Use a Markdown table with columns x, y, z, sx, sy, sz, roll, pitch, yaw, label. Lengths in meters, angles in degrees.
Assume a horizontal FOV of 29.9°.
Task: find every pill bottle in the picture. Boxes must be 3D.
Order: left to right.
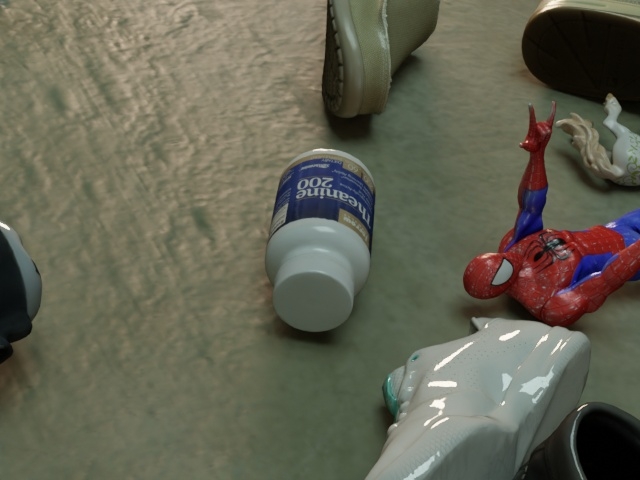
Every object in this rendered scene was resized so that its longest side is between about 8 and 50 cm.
| x | y | z | sx | sy | sz | roll | pitch | yaw | label |
| --- | --- | --- | --- | --- | --- | --- | --- | --- | --- |
| 0.000 | 0.000 | 0.764 | 0.067 | 0.067 | 0.120 | 10 | 39 | -2 | pill bottle |

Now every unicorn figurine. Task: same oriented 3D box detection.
| x | y | z | sx | sy | sz | roll | pitch | yaw | label |
| --- | --- | --- | --- | --- | --- | --- | --- | --- | --- |
| 0.274 | -0.072 | 0.937 | 0.161 | 0.060 | 0.111 | -16 | 44 | -7 | unicorn figurine |

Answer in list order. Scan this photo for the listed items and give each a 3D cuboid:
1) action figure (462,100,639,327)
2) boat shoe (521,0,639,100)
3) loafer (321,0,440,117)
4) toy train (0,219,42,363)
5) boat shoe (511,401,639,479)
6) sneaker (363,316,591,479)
| x | y | z | sx | sy | sz | roll | pitch | yaw | label |
| --- | --- | --- | --- | --- | --- | --- | --- | --- | --- |
| 0.221 | -0.023 | 0.800 | 0.280 | 0.139 | 0.091 | -13 | 43 | -24 | action figure |
| 0.326 | -0.157 | 1.010 | 0.302 | 0.109 | 0.098 | 15 | 40 | 13 | boat shoe |
| 0.052 | -0.189 | 0.982 | 0.092 | 0.102 | 0.268 | 5 | 38 | 1 | loafer |
| -0.310 | 0.031 | 0.608 | 0.334 | 0.142 | 0.190 | -20 | 60 | -36 | toy train |
| 0.204 | 0.210 | 0.535 | 0.112 | 0.095 | 0.335 | -17 | 47 | -31 | boat shoe |
| 0.065 | 0.102 | 0.664 | 0.094 | 0.080 | 0.212 | 21 | 31 | 30 | sneaker |
